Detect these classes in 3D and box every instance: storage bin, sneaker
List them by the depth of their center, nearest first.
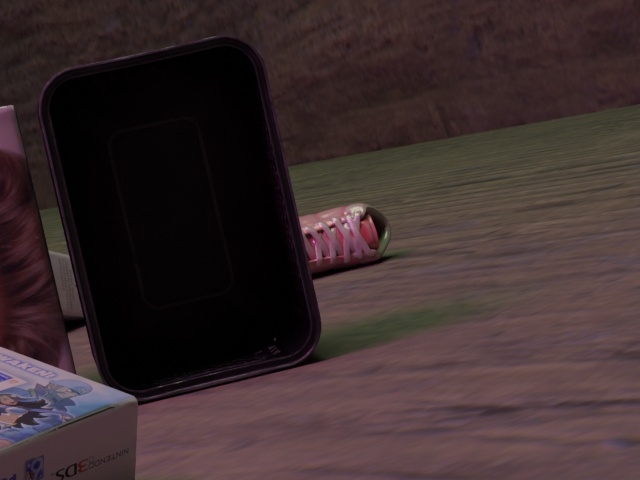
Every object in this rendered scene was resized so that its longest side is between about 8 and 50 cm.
[{"bbox_3d":[-0.079,-0.013,1.070,0.122,0.180,0.084,-13,6,-8],"label":"storage bin"},{"bbox_3d":[0.000,0.000,1.474,0.070,0.051,0.134,-15,-2,41],"label":"sneaker"}]

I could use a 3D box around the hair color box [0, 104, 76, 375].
[{"bbox_3d":[-0.321,0.044,1.072,0.347,0.174,0.105,-14,6,-14],"label":"hair color box"}]

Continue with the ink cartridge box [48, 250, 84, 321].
[{"bbox_3d":[-0.243,0.057,1.583,0.189,0.066,0.232,-11,-16,24],"label":"ink cartridge box"}]

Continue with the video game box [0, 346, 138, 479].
[{"bbox_3d":[-0.210,0.078,0.787,0.205,0.048,0.187,16,24,35],"label":"video game box"}]
